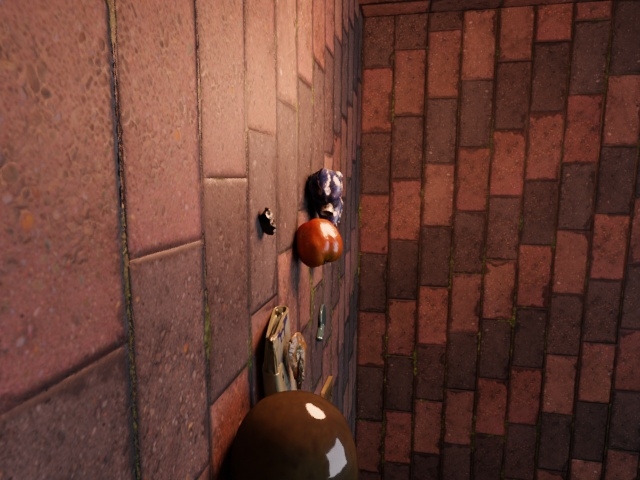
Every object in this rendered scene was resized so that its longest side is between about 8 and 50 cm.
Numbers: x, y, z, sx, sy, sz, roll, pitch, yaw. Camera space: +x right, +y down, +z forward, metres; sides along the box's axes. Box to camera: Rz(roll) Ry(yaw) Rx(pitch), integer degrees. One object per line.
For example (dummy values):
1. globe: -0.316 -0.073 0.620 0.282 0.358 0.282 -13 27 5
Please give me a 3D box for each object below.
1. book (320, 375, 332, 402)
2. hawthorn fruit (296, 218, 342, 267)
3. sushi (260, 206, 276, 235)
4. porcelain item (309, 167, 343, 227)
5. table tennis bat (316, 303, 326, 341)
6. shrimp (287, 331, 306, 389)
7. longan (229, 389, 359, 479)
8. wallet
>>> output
1. book: 0.033 0.838 2.294 0.231 0.027 0.161 -23 115 -77
2. hawthorn fruit: -0.009 0.009 1.611 0.189 0.190 0.188 2 90 -78
3. sushi: -0.144 -0.058 1.233 0.083 0.044 0.045 83 16 -46
4. porcelain item: 0.026 -0.165 1.799 0.288 0.138 0.186 80 11 -63
5. table tennis bat: 0.008 0.401 2.086 0.201 0.034 0.124 -79 164 -45
6. shrimp: -0.075 0.377 1.343 0.101 0.042 0.190 -27 116 -61
7. longan: -0.063 0.554 1.090 0.361 0.362 0.360 2 90 -78
8. wallet: -0.126 0.387 1.327 0.223 0.077 0.309 -63 150 -71
